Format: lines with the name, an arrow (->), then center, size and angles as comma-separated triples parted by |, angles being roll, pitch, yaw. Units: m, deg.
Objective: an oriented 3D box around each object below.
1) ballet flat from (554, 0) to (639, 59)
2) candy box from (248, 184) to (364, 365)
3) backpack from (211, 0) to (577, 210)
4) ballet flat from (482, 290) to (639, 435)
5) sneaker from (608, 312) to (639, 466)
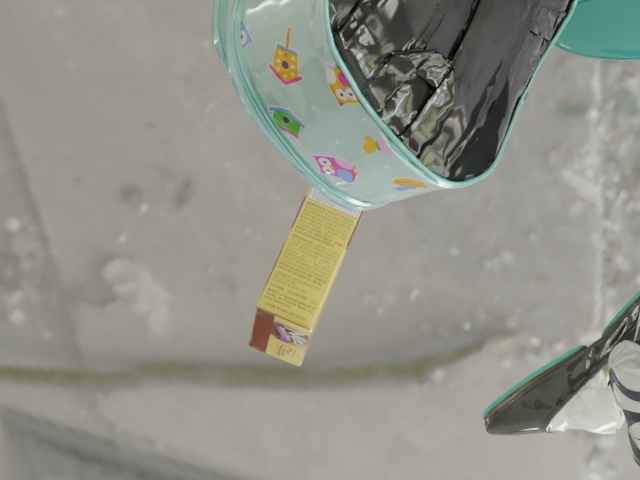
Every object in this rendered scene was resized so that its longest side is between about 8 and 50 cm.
ballet flat -> 0.336, -0.228, 1.534 | 0.316, 0.106, 0.107 | -3, 140, 41
candy box -> 0.000, 0.000, 1.466 | 0.053, 0.186, 0.109 | 24, 159, 3
backpack -> 0.030, -0.111, 0.901 | 0.144, 0.188, 0.166 | -13, 133, 36
ballet flat -> 0.296, 0.129, 1.788 | 0.096, 0.280, 0.095 | 52, -177, 24
sneaker -> 0.332, 0.137, 1.582 | 0.094, 0.235, 0.153 | 1, 110, 26
